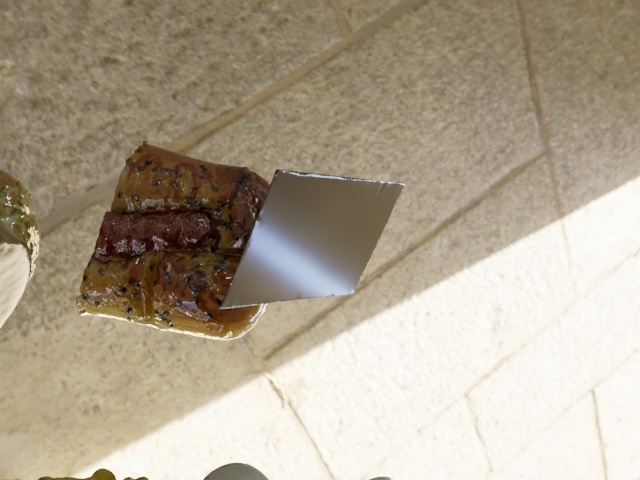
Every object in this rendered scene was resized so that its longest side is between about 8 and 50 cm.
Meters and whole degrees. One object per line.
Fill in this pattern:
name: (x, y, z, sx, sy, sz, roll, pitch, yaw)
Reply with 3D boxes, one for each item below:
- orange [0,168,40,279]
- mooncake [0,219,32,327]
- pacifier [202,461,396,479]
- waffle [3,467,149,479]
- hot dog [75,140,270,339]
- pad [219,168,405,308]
orange: (-0.696, -0.007, 1.348, 0.330, 0.249, 0.328, 0, 91, -9)
mooncake: (-0.412, 0.056, 0.637, 0.155, 0.284, 0.284, 45, 85, 2)
pacifier: (-0.047, 0.307, 0.747, 0.279, 0.207, 0.227, -27, 137, -29)
waffle: (-0.254, 0.389, 0.800, 0.324, 0.151, 0.261, 22, 113, -29)
hot dog: (-0.247, 0.014, 1.412, 0.196, 0.366, 0.367, 82, 23, -77)
pad: (0.000, 0.000, 1.005, 0.300, 0.005, 0.202, -2, 121, -52)
